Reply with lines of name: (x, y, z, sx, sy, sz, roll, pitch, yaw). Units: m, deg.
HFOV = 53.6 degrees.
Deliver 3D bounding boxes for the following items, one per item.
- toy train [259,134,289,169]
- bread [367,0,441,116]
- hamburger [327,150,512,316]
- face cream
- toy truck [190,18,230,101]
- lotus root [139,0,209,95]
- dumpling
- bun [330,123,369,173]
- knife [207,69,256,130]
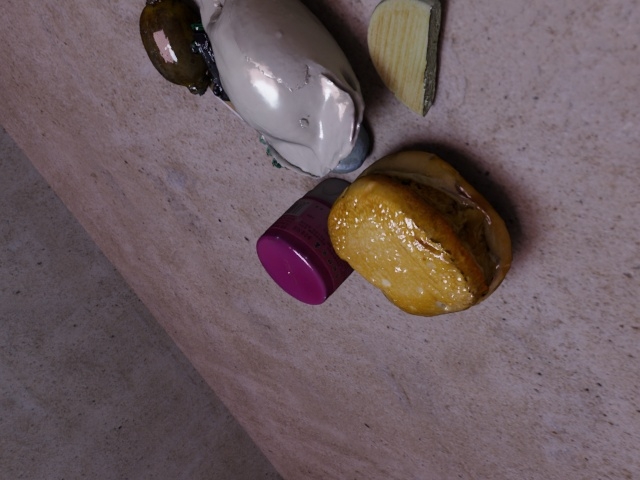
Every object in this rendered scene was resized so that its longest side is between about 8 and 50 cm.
toy train: (-0.075, -0.185, 1.240, 0.064, 0.044, 0.103, -5, 125, 42)
bread: (0.115, -0.272, 0.888, 0.112, 0.036, 0.193, 35, 154, 27)
hamburger: (0.158, 0.001, 1.046, 0.290, 0.170, 0.314, 50, 152, -3)
face cream: (0.000, 0.000, 1.223, 0.175, 0.195, 0.175, 33, 151, 21)
toy truck: (-0.174, -0.327, 1.140, 0.065, 0.079, 0.147, 14, 138, 41)
lotus root: (-0.269, -0.363, 1.185, 0.120, 0.120, 0.210, 15, 139, 42)
dumpling: (-0.082, -0.258, 1.002, 0.341, 0.181, 0.260, 32, 146, -4)
bun: (0.016, -0.171, 1.095, 0.140, 0.083, 0.141, 29, 148, 20)
knife: (-0.140, -0.253, 1.219, 0.256, 0.022, 0.046, 43, 108, 23)
